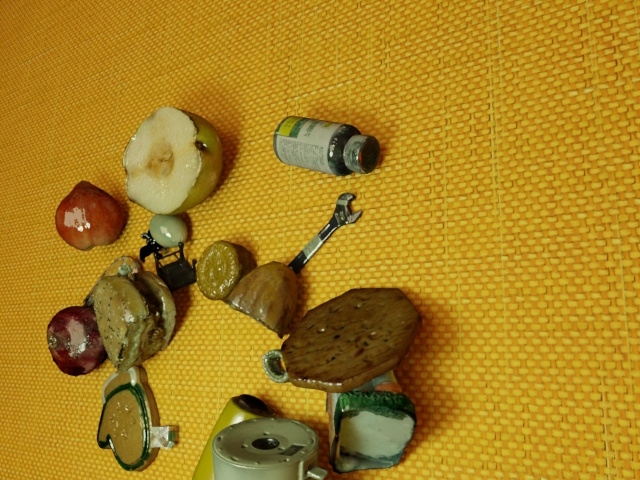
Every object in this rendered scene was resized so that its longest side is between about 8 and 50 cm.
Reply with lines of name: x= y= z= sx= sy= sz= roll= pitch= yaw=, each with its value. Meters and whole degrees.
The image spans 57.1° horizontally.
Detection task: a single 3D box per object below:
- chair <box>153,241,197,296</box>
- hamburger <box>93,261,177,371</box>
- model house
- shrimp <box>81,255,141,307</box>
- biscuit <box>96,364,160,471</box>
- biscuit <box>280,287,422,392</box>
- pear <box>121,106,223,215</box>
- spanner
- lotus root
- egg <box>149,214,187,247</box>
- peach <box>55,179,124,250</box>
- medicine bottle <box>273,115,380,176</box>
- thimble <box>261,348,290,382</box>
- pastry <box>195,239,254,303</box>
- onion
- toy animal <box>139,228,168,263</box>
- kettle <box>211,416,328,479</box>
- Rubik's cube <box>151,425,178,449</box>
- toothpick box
chair: x=-0.471 y=0.134 z=1.911 sx=0.106 sy=0.113 sz=0.229 roll=46 pitch=145 yaw=33
hamburger: x=-0.599 y=0.234 z=1.875 sx=0.277 sy=0.195 sz=0.318 roll=49 pitch=134 yaw=30
model house: x=0.097 y=0.363 z=1.405 sx=0.291 sy=0.184 sz=0.253 roll=-102 pitch=12 yaw=-49
shrimp: x=-0.744 y=0.183 z=2.103 sx=0.317 sy=0.062 sz=0.164 roll=-39 pitch=63 yaw=20
biscuit: x=-0.650 y=0.597 z=1.945 sx=0.287 sy=0.057 sz=0.344 roll=-35 pitch=62 yaw=25
biscuit: x=0.068 y=0.226 z=1.391 sx=0.359 sy=0.359 sz=0.046 roll=-4 pitch=121 yaw=35
pear: x=-0.449 y=-0.246 z=1.901 sx=0.386 sy=0.191 sz=0.340 roll=-11 pitch=83 yaw=38
spanner: x=0.000 y=0.000 z=1.633 sx=0.316 sy=0.024 sz=0.087 roll=-48 pitch=61 yaw=18
lotus root: x=-0.144 y=0.152 z=1.634 sx=0.188 sy=0.199 sz=0.180 roll=32 pitch=75 yaw=-2
egg: x=-0.500 y=-0.036 z=1.939 sx=0.152 sy=0.114 sz=0.114 roll=39 pitch=103 yaw=36
peach: x=-0.834 y=-0.096 z=2.126 sx=0.232 sy=0.232 sz=0.257 roll=-11 pitch=90 yaw=33
medicine bottle: x=0.017 y=-0.254 z=1.602 sx=0.293 sy=0.141 sz=0.141 roll=18 pitch=91 yaw=37
thimble: x=-0.109 y=0.342 z=1.610 sx=0.110 sy=0.062 sz=0.084 roll=26 pitch=96 yaw=37
pastry: x=-0.288 y=0.095 z=1.766 sx=0.188 sy=0.103 sz=0.189 roll=-9 pitch=75 yaw=35
onion: x=-0.858 y=0.344 z=2.051 sx=0.252 sy=0.219 sz=0.252 roll=-3 pitch=84 yaw=28
toy animal: x=-0.565 y=0.015 z=1.985 sx=0.062 sy=0.108 sz=0.220 roll=-40 pitch=29 yaw=24
kettle: x=-0.082 y=0.653 z=1.377 sx=0.361 sy=0.250 sz=0.377 roll=5 pitch=99 yaw=30
Rubik's cube: x=-0.483 y=0.609 z=1.812 sx=0.084 sy=0.075 sz=0.073 roll=-15 pitch=71 yaw=33
toothpick box: x=-0.221 y=0.558 z=1.578 sx=0.175 sy=0.175 sz=0.271 roll=21 pitch=90 yaw=37
